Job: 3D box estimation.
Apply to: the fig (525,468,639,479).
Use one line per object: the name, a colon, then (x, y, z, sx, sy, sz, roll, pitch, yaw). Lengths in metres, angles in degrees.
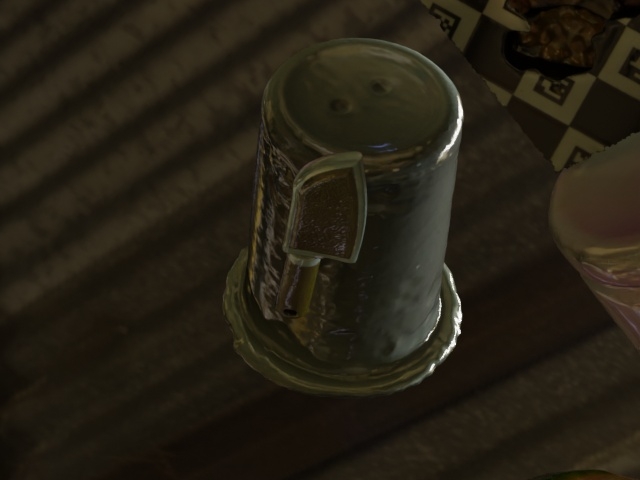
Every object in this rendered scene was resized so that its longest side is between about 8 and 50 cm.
fig: (0.197, 0.241, 0.922, 0.206, 0.275, 0.206, -10, -104, 44)

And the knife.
knife: (0.001, 0.000, 1.223, 0.061, 0.343, 0.027, 12, -112, 0)

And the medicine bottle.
medicine bottle: (0.348, 0.045, 1.224, 0.212, 0.325, 0.212, -31, -152, 19)

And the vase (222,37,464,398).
vase: (0.036, -0.027, 1.447, 0.245, 0.291, 0.245, 4, -132, -4)

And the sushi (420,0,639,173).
sushi: (0.216, -0.214, 1.123, 0.290, 0.264, 0.050, -32, -167, 39)
